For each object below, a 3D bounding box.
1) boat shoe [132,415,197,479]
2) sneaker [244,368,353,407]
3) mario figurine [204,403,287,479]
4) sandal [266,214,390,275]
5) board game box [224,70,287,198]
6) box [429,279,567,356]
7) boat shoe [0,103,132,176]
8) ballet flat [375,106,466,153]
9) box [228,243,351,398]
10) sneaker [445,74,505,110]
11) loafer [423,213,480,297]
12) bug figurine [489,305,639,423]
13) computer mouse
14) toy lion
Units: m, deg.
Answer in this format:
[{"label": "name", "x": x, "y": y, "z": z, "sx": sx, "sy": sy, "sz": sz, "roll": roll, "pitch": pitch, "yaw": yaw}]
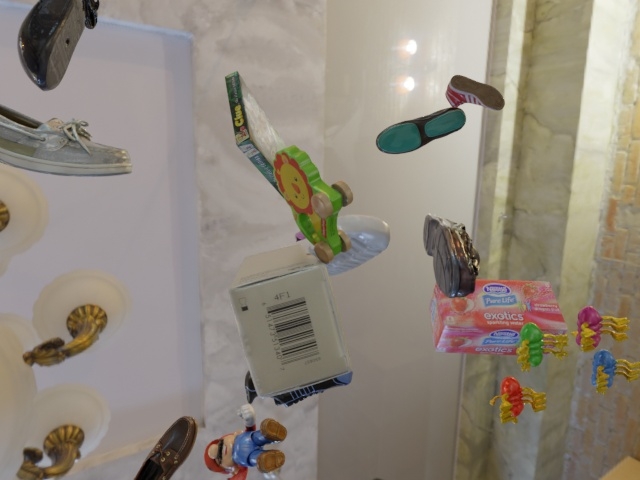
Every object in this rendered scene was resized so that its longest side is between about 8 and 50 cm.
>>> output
[{"label": "boat shoe", "x": -0.354, "y": 0.496, "z": 0.938, "sx": 0.207, "sy": 0.073, "sz": 0.073, "roll": -63, "pitch": -25, "yaw": -18}, {"label": "sneaker", "x": -0.046, "y": 0.310, "z": 0.899, "sx": 0.231, "sy": 0.081, "sz": 0.091, "roll": 4, "pitch": -103, "yaw": -2}, {"label": "mario figurine", "x": -0.244, "y": 0.607, "z": 1.201, "sx": 0.170, "sy": 0.320, "sz": 0.198, "roll": 52, "pitch": -141, "yaw": -5}, {"label": "sandal", "x": 0.012, "y": 0.006, "z": 0.954, "sx": 0.169, "sy": 0.416, "sz": 0.103, "roll": 24, "pitch": -115, "yaw": -29}, {"label": "board game box", "x": -0.098, "y": -0.171, "z": 0.770, "sx": 0.030, "sy": 0.136, "sz": 0.260, "roll": -19, "pitch": -21, "yaw": 9}, {"label": "box", "x": 0.454, "y": 0.201, "z": 1.107, "sx": 0.299, "sy": 0.154, "sz": 0.142, "roll": 2, "pitch": -42, "yaw": 4}, {"label": "boat shoe", "x": -0.458, "y": -0.171, "z": 0.650, "sx": 0.319, "sy": 0.118, "sz": 0.103, "roll": 15, "pitch": -79, "yaw": -8}, {"label": "ballet flat", "x": 0.220, "y": -0.244, "z": 0.933, "sx": 0.202, "sy": 0.074, "sz": 0.074, "roll": -18, "pitch": -67, "yaw": 6}, {"label": "box", "x": -0.043, "y": 0.074, "z": 0.507, "sx": 0.094, "sy": 0.275, "sz": 0.113, "roll": -15, "pitch": -83, "yaw": -6}, {"label": "sneaker", "x": 0.311, "y": -0.289, "z": 0.851, "sx": 0.118, "sy": 0.067, "sz": 0.042, "roll": 29, "pitch": -97, "yaw": 4}, {"label": "loafer", "x": 0.263, "y": 0.015, "z": 0.801, "sx": 0.095, "sy": 0.303, "sz": 0.109, "roll": 2, "pitch": -70, "yaw": 4}, {"label": "bug figurine", "x": 0.438, "y": 0.225, "z": 0.762, "sx": 0.278, "sy": 0.072, "sz": 0.217, "roll": -13, "pitch": -64, "yaw": -6}, {"label": "computer mouse", "x": -0.523, "y": -0.420, "z": 0.822, "sx": 0.072, "sy": 0.188, "sz": 0.273, "roll": 18, "pitch": -112, "yaw": -19}, {"label": "toy lion", "x": -0.012, "y": -0.039, "z": 0.407, "sx": 0.034, "sy": 0.096, "sz": 0.100, "roll": -32, "pitch": -37, "yaw": -25}]
